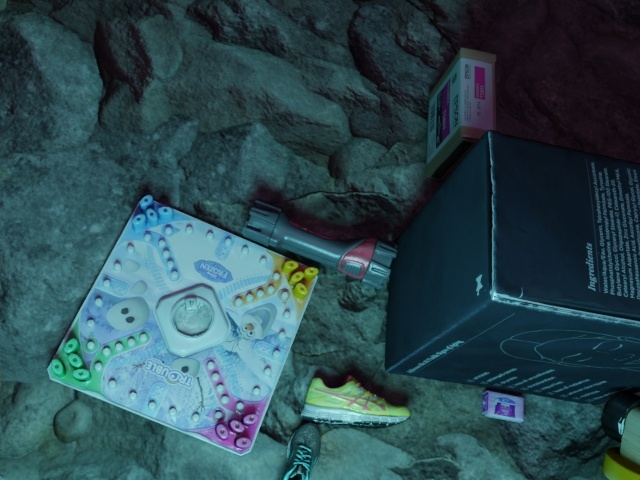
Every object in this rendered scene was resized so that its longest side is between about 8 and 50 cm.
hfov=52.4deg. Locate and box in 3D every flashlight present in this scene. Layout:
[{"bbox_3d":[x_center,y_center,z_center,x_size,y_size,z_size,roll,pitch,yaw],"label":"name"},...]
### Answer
[{"bbox_3d":[0.000,0.000,1.321,0.304,0.103,0.103,22,82,0],"label":"flashlight"}]

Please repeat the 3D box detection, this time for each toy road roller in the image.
[{"bbox_3d":[0.658,0.417,1.160,0.329,0.202,0.240,7,95,-22],"label":"toy road roller"}]

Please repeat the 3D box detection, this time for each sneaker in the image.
[{"bbox_3d":[-0.035,0.404,1.156,0.065,0.076,0.166,22,65,-5],"label":"sneaker"},{"bbox_3d":[0.071,0.300,1.222,0.208,0.081,0.094,9,65,-10],"label":"sneaker"}]

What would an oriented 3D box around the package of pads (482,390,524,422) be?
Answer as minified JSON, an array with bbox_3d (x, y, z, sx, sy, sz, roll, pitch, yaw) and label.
[{"bbox_3d":[0.367,0.334,1.307,0.083,0.032,0.050,13,65,-9],"label":"package of pads"}]

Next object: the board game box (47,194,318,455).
[{"bbox_3d":[-0.240,0.145,1.225,0.390,0.050,0.390,23,65,-4],"label":"board game box"}]

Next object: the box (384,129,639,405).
[{"bbox_3d":[0.413,0.086,1.172,0.472,0.480,0.297,9,65,-11],"label":"box"}]

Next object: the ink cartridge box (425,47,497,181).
[{"bbox_3d":[0.311,-0.274,1.450,0.088,0.193,0.234,10,66,-10],"label":"ink cartridge box"}]
